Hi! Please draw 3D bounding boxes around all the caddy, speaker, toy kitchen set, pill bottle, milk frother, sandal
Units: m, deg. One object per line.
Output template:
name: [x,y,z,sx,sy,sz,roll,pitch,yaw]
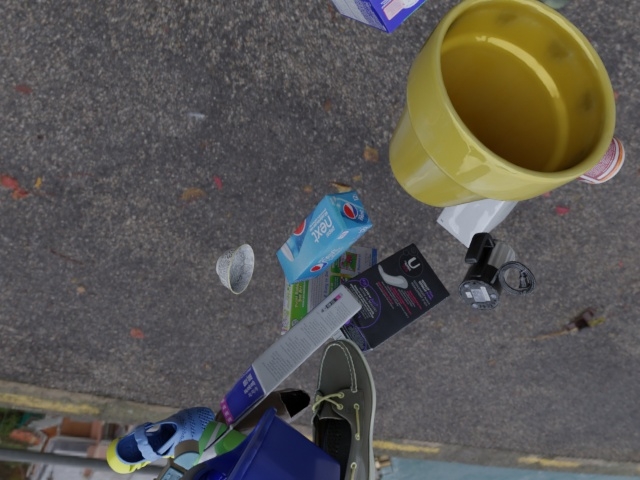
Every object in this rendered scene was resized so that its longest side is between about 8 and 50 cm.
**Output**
caddy: [-0.107,0.358,0.657,0.179,0.341,0.241,34,89,4]
speaker: [-0.170,0.566,1.267,0.296,0.131,0.131,26,127,0]
toy kitchen set: [-0.286,0.570,1.097,0.166,0.122,0.207,36,85,-15]
pill bottle: [0.405,-0.145,0.807,0.152,0.086,0.086,9,131,-33]
milk frother: [0.366,0.058,1.019,0.143,0.135,0.129,11,135,29]
sandal: [-0.424,0.550,1.428,0.317,0.126,0.138,-10,152,-48]

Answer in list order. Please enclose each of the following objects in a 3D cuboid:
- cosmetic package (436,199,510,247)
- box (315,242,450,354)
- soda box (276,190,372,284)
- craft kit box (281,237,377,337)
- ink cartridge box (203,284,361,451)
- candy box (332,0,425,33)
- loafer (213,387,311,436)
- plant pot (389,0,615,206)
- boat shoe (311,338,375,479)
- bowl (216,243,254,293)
cosmetic package: [0.497,-0.131,1.499,0.224,0.138,0.224,-30,155,-36]
box: [0.150,0.150,1.239,0.270,0.165,0.143,-27,168,-29]
soda box: [0.000,0.000,0.899,0.067,0.071,0.210,-11,158,-36]
craft kit box: [0.028,0.129,1.316,0.246,0.250,0.061,11,166,-28]
ink cartridge box: [-0.098,0.257,0.999,0.330,0.071,0.324,-36,169,-34]
candy box: [0.186,-0.717,1.369,0.268,0.317,0.122,-41,129,4]
loafer: [-0.161,0.503,1.501,0.130,0.134,0.366,-38,162,30]
plant pot: [0.214,-0.158,0.705,0.253,0.254,0.239,4,163,-16]
boat shoe: [0.036,0.324,0.913,0.109,0.305,0.091,-16,154,30]
bowl: [-0.297,0.089,1.700,0.080,0.170,0.170,9,137,18]
